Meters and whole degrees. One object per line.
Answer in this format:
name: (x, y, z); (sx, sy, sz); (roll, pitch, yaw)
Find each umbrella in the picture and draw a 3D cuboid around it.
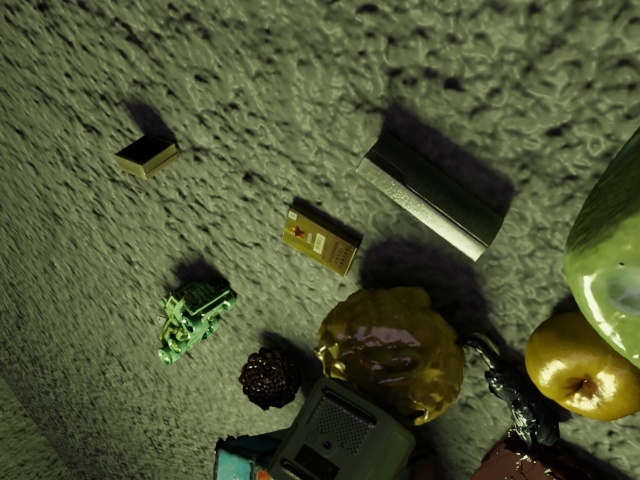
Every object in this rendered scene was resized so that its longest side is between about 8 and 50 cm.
umbrella: (0.314, 0.244, 1.087); (0.071, 0.071, 0.248); (-17, 115, 47)

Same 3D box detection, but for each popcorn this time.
popcorn: (0.122, 0.185, 1.086); (0.250, 0.190, 0.250); (18, 138, 17)

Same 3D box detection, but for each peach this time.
peach: (0.381, 0.176, 0.934); (0.179, 0.103, 0.179); (23, 143, 18)

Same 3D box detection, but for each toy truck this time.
toy truck: (-0.298, 0.161, 1.463); (0.135, 0.128, 0.259); (53, 143, 5)

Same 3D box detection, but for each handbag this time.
handbag: (0.399, 0.443, 1.215); (0.203, 0.074, 0.216); (29, 140, 12)

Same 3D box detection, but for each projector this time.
projector: (0.044, 0.347, 1.073); (0.163, 0.177, 0.242); (27, 168, 25)

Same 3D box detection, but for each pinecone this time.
pinecone: (-0.105, 0.299, 1.441); (0.140, 0.140, 0.121); (18, 170, 25)

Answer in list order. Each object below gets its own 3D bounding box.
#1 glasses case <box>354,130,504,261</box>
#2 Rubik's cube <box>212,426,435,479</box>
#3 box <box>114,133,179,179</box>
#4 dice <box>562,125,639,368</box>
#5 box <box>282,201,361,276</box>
glasses case: (0.150, -0.063, 0.905); (0.205, 0.071, 0.047); (38, 139, 2)
Rubik's cube: (0.005, 0.596, 1.366); (0.359, 0.362, 0.363); (1, 87, 34)
box: (-0.306, -0.150, 1.178); (0.079, 0.083, 0.035); (21, 139, 32)
dice: (0.400, -0.014, 0.603); (0.252, 0.250, 0.254); (33, 142, 6)
box: (0.000, 0.000, 1.131); (0.133, 0.023, 0.090); (30, 140, 11)
